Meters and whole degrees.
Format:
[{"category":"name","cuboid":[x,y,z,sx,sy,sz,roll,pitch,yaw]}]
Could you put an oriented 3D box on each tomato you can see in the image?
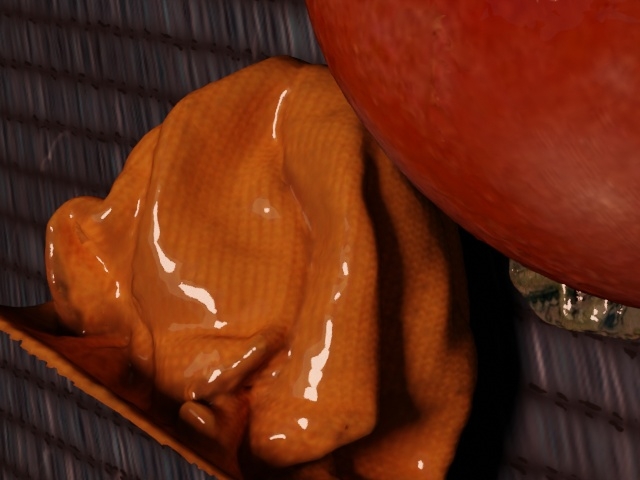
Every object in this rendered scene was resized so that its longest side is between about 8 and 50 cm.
[{"category":"tomato","cuboid":[0.116,-0.113,0.580,0.265,0.265,0.265,-3,86,49]}]

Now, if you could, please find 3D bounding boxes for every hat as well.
[{"category":"hat","cuboid":[0.000,0.000,0.814,0.233,0.244,0.233,33,84,14]}]

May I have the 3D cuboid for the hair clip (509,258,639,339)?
[{"category":"hair clip","cuboid":[0.160,0.009,0.687,0.229,0.036,0.066,2,87,54]}]
